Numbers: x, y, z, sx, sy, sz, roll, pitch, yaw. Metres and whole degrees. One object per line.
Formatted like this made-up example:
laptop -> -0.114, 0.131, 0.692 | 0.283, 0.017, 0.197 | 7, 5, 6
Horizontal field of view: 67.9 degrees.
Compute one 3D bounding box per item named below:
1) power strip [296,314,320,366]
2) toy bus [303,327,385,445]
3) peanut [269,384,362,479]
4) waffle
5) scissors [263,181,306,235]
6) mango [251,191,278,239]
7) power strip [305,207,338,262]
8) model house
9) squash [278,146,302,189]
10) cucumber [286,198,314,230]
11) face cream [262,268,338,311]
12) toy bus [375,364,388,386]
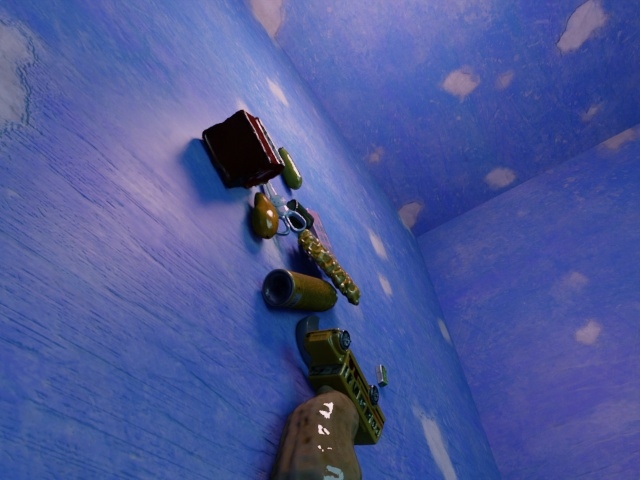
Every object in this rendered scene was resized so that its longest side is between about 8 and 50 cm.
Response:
power strip -> -0.010, 0.314, 1.361 | 0.137, 0.044, 0.216 | 28, 37, -58
toy bus -> 0.058, 0.385, 1.244 | 0.336, 0.121, 0.123 | 64, 31, -23
peanut -> 0.005, 0.450, 0.998 | 0.192, 0.169, 0.387 | 48, 19, -10
waffle -> 0.026, 0.081, 1.617 | 0.329, 0.062, 0.329 | 50, 2, -2
scissors -> -0.146, -0.122, 1.605 | 0.125, 0.030, 0.256 | -12, 59, -32
mango -> -0.171, -0.071, 1.449 | 0.098, 0.075, 0.190 | 57, 10, -40
power strip -> 0.000, 0.000, 1.856 | 0.109, 0.037, 0.279 | 19, 45, -63
model house -> -0.217, -0.275, 1.486 | 0.196, 0.160, 0.254 | 61, 17, 1
squash -> -0.126, -0.290, 1.896 | 0.066, 0.066, 0.201 | 23, 42, -62
cucumber -> -0.075, -0.089, 1.753 | 0.115, 0.062, 0.117 | 45, 23, -33
face cream -> -0.039, 0.157, 1.415 | 0.348, 0.104, 0.105 | 23, 42, -62
toy bus -> 0.225, 0.497, 1.751 | 0.037, 0.031, 0.083 | 41, 26, -26
